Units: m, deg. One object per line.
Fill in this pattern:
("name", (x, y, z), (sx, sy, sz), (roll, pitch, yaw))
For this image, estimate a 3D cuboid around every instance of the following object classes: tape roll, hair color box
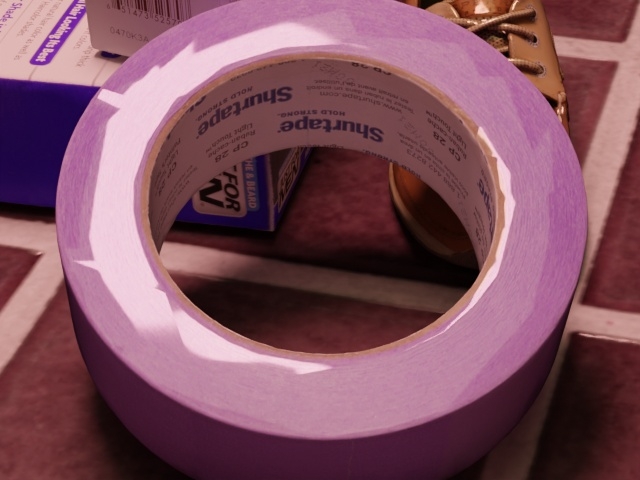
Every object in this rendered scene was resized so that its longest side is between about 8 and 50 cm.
("tape roll", (0.000, 0.000, 0.944), (0.275, 0.090, 0.275), (1, 58, -2))
("hair color box", (-0.171, -0.112, 1.182), (0.339, 0.110, 0.185), (5, 36, 14))

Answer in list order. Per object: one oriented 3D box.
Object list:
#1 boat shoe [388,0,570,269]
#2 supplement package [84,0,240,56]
("boat shoe", (0.098, -0.107, 1.140), (0.122, 0.120, 0.324), (-5, 36, -2))
("supplement package", (-0.056, -0.191, 1.103), (0.105, 0.105, 0.179), (17, 40, 26))
